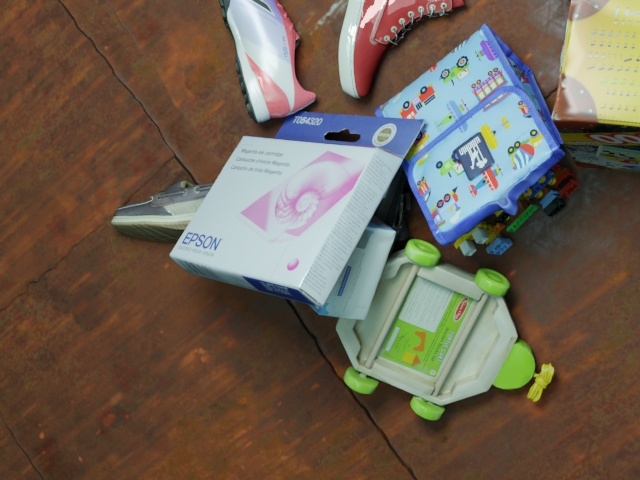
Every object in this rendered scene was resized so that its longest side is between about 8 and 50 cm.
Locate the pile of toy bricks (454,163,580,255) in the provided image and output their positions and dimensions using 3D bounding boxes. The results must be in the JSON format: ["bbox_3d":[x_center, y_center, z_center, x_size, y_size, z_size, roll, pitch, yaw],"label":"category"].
[{"bbox_3d":[0.293,-0.074,1.839,0.212,0.118,0.105,-47,53,35],"label":"pile of toy bricks"}]

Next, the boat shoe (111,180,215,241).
[{"bbox_3d":[-0.229,-0.056,2.017,0.285,0.103,0.092,-4,71,32],"label":"boat shoe"}]

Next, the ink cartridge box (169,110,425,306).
[{"bbox_3d":[-0.042,-0.076,1.794,0.324,0.071,0.330,10,66,49],"label":"ink cartridge box"}]

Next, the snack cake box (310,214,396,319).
[{"bbox_3d":[0.000,0.000,1.866,0.264,0.089,0.152,40,117,55],"label":"snack cake box"}]

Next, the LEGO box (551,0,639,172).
[{"bbox_3d":[0.581,-0.190,1.551,0.501,0.372,0.193,8,87,18],"label":"LEGO box"}]

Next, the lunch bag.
[{"bbox_3d":[0.233,-0.135,1.740,0.221,0.138,0.293,-37,42,20],"label":"lunch bag"}]

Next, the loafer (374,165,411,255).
[{"bbox_3d":[0.099,-0.004,1.916,0.095,0.109,0.302,18,110,-4],"label":"loafer"}]

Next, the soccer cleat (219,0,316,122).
[{"bbox_3d":[-0.097,-0.356,1.933,0.117,0.108,0.318,-14,89,-3],"label":"soccer cleat"}]

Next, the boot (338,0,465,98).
[{"bbox_3d":[0.130,-0.333,1.857,0.176,0.088,0.244,13,98,15],"label":"boot"}]

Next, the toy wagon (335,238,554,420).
[{"bbox_3d":[0.202,0.158,1.881,0.345,0.068,0.267,22,113,-4],"label":"toy wagon"}]
